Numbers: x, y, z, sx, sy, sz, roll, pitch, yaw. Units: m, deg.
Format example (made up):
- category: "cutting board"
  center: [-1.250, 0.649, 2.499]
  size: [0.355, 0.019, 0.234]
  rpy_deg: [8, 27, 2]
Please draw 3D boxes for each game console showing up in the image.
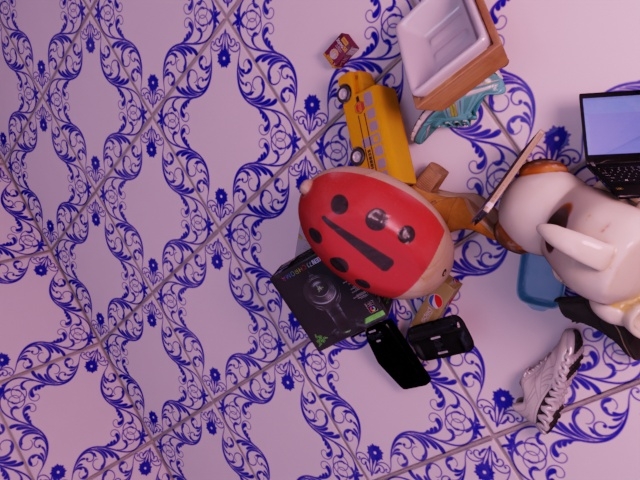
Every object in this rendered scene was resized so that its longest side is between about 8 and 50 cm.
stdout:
- category: "game console"
  center: [0.279, 0.300, 1.598]
  size: [0.361, 0.044, 0.213]
  rpy_deg: [-29, 95, 50]

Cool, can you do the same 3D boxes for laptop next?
- category: "laptop"
  center: [0.655, -0.195, 1.118]
  size: [0.235, 0.264, 0.136]
  rpy_deg: [-3, 117, 6]

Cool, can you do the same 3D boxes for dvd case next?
- category: "dvd case"
  center: [0.424, -0.139, 1.321]
  size: [0.018, 0.164, 0.221]
  rpy_deg: [35, 86, 9]

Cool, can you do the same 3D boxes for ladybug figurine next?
- category: "ladybug figurine"
  center: [0.131, -0.003, 1.441]
  size: [0.449, 0.162, 0.305]
  rpy_deg: [32, 118, -7]

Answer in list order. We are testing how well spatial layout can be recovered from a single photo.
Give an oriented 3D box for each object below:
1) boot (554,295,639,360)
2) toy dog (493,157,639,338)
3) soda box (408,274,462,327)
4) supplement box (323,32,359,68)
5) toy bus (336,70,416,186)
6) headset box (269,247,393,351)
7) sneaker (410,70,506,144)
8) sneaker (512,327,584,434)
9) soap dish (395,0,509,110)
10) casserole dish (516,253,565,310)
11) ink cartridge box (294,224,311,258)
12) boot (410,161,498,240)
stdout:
- category: "boot"
  center: [0.657, 0.196, 1.357]
  size: [0.137, 0.077, 0.197]
  rpy_deg: [-16, 111, 53]
- category: "toy dog"
  center: [0.540, -0.005, 1.211]
  size: [0.408, 0.396, 0.284]
  rpy_deg: [-126, 41, -59]
- category: "soda box"
  center: [0.317, 0.181, 1.595]
  size: [0.058, 0.061, 0.181]
  rpy_deg: [36, 120, 22]
- category: "supplement box"
  center: [0.057, -0.528, 1.611]
  size: [0.083, 0.043, 0.055]
  rpy_deg: [-42, 75, 34]
- category: "toy bus"
  center: [0.147, -0.292, 1.531]
  size: [0.130, 0.108, 0.332]
  rpy_deg: [-18, 79, 42]
- category: "headset box"
  center: [0.039, 0.152, 1.675]
  size: [0.246, 0.131, 0.283]
  rpy_deg: [-29, 99, 21]
- category: "sneaker"
  center: [0.334, -0.324, 1.438]
  size: [0.110, 0.107, 0.275]
  rpy_deg: [50, 127, -1]
- category: "sneaker"
  center: [0.565, 0.341, 1.442]
  size: [0.118, 0.110, 0.292]
  rpy_deg: [28, 116, 36]
- category: "soap dish"
  center: [0.302, -0.459, 1.343]
  size: [0.229, 0.118, 0.290]
  rpy_deg: [-35, 45, 35]
- category: "casserole dish"
  center: [0.550, 0.081, 1.423]
  size: [0.114, 0.037, 0.188]
  rpy_deg: [12, 107, 33]
- category: "ink cartridge box"
  center: [0.000, 0.000, 1.764]
  size: [0.128, 0.072, 0.175]
  rpy_deg: [21, 113, 28]
- category: "boot"
  center: [0.332, -0.043, 1.516]
  size: [0.295, 0.104, 0.211]
  rpy_deg: [46, 129, 23]
